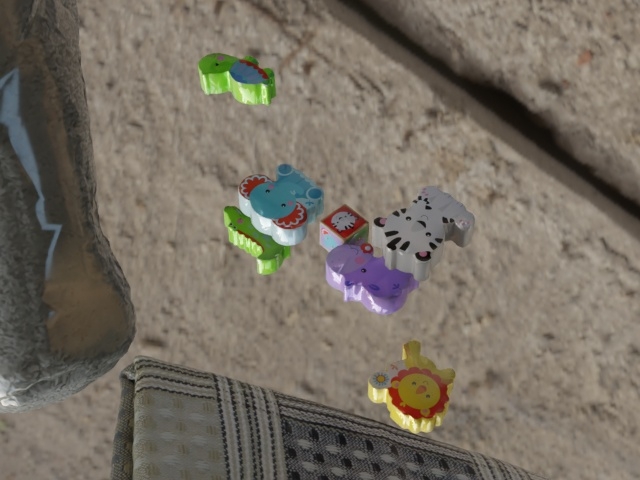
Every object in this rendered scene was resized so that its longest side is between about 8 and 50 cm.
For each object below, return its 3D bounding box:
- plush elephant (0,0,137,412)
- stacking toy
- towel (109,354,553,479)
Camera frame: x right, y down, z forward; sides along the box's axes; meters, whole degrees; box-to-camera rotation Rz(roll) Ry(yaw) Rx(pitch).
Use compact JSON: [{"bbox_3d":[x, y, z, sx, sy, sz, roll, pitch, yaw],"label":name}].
[{"bbox_3d":[-0.225,-0.101,0.369,0.255,0.272,0.330,21,114,33],"label":"plush elephant"},{"bbox_3d":[0.000,0.000,0.729,0.052,0.221,0.167,-35,148,-26],"label":"stacking toy"},{"bbox_3d":[0.045,0.195,0.573,0.312,0.324,0.056,21,119,-20],"label":"towel"}]
